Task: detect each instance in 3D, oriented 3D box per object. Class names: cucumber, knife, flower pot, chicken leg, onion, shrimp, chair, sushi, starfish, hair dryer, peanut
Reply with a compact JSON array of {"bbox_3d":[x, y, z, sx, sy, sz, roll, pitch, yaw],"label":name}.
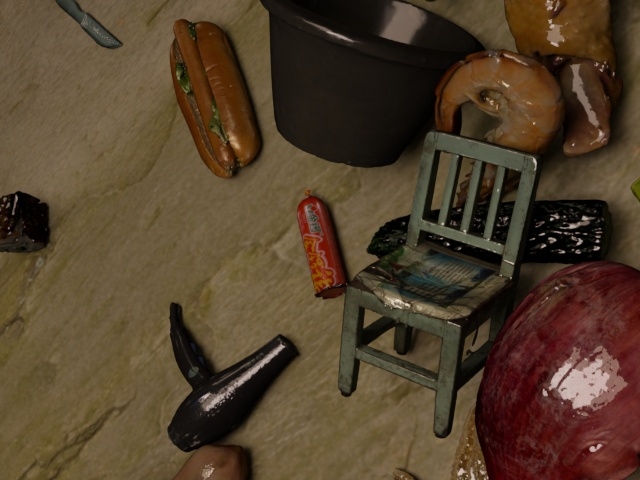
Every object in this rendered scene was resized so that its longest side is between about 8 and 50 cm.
[{"bbox_3d":[0.174,-0.004,1.050,0.300,0.072,0.072,-2,78,34],"label":"cucumber"},{"bbox_3d":[-0.384,-0.359,1.549,0.028,0.015,0.210,-51,57,7],"label":"knife"},{"bbox_3d":[0.040,-0.188,1.101,0.269,0.269,0.166,35,119,35],"label":"flower pot"},{"bbox_3d":[0.230,-0.290,0.976,0.182,0.295,0.409,-8,88,14],"label":"chicken leg"},{"bbox_3d":[0.219,0.142,0.893,0.283,0.120,0.227,-59,16,0],"label":"onion"},{"bbox_3d":[0.173,-0.113,1.010,0.133,0.236,0.053,22,56,2],"label":"shrimp"},{"bbox_3d":[0.118,0.040,0.971,0.136,0.147,0.270,20,117,30],"label":"chair"},{"bbox_3d":[-0.470,-0.025,1.482,0.098,0.094,0.084,-14,73,31],"label":"sushi"},{"bbox_3d":[0.174,0.286,1.004,0.236,0.062,0.277,38,105,40],"label":"starfish"},{"bbox_3d":[-0.146,0.145,1.250,0.195,0.075,0.219,-43,51,8],"label":"hair dryer"},{"bbox_3d":[-0.149,0.311,1.196,0.152,0.076,0.076,-48,58,20],"label":"peanut"}]

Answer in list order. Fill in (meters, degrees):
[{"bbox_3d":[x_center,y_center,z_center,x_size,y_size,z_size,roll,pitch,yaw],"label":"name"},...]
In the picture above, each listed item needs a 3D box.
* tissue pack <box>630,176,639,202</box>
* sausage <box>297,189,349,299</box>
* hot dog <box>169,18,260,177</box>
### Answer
[{"bbox_3d":[0.428,0.034,0.810,0.200,0.167,0.274,-32,62,23],"label":"tissue pack"},{"bbox_3d":[0.000,0.000,1.185,0.050,0.048,0.145,123,138,-59],"label":"sausage"},{"bbox_3d":[-0.155,-0.201,1.323,0.100,0.068,0.249,-31,64,24],"label":"hot dog"}]
